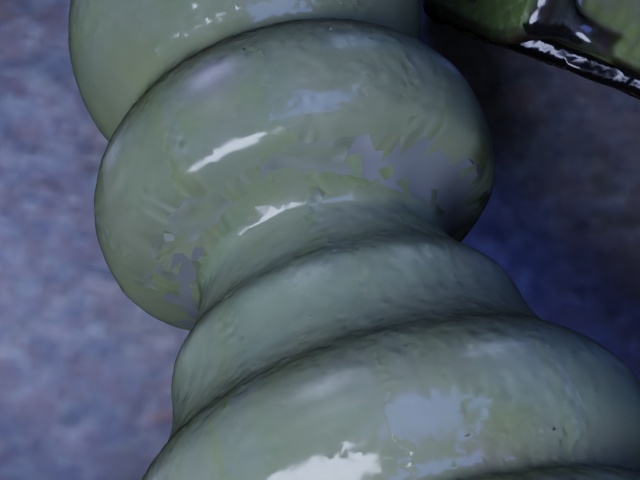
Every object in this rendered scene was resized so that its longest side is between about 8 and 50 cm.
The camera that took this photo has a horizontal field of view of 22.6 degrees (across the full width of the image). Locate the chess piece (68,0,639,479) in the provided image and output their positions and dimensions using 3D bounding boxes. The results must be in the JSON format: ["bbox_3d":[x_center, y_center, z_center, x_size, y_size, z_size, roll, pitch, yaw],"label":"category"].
[{"bbox_3d":[0.000,0.000,0.442,0.144,0.144,0.251,-8,59,-14],"label":"chess piece"}]

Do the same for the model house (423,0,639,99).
[{"bbox_3d":[0.113,-0.134,0.544,0.278,0.218,0.205,28,100,40],"label":"model house"}]
